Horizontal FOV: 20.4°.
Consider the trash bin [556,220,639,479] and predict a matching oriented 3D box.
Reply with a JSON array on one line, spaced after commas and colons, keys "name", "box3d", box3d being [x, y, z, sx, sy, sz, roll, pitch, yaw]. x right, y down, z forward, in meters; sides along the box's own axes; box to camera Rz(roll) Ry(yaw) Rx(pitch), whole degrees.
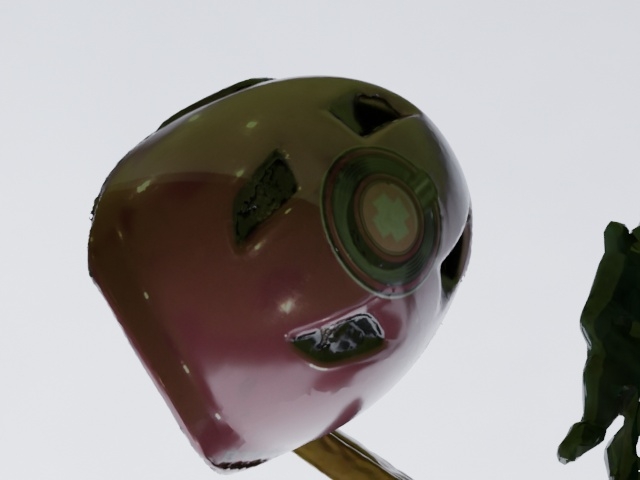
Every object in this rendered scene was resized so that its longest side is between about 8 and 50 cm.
[{"name": "trash bin", "box3d": [0.232, 0.080, 0.236, 0.259, 0.295, 0.381, 18, 161, -30]}]

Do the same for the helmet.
[{"name": "helmet", "box3d": [0.000, 0.000, 0.982, 0.154, 0.198, 0.253, -26, -169, 20]}]

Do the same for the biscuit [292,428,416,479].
[{"name": "biscuit", "box3d": [0.018, 0.139, 1.111, 0.029, 0.142, 0.221, -56, -143, -4]}]
